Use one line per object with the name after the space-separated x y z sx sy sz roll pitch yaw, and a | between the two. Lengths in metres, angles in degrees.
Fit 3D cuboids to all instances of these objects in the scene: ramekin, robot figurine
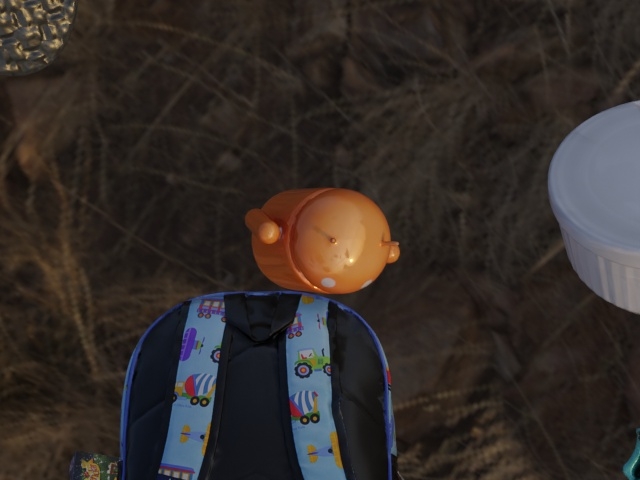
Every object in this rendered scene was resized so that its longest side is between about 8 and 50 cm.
0.392 -0.030 1.584 0.273 0.127 0.273 -6 43 6 | ramekin
-0.002 0.000 1.687 0.128 0.158 0.219 -47 21 -20 | robot figurine

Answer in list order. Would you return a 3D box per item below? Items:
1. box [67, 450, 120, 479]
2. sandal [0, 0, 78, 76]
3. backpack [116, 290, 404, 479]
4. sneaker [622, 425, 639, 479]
-0.313 0.446 2.168 0.044 0.159 0.233 125 151 -52 | box
-0.366 -0.299 1.078 0.167 0.446 0.107 -50 21 3 | sandal
-0.033 0.120 0.775 0.158 0.117 0.173 -2 65 2 | backpack
0.309 0.159 1.214 0.076 0.166 0.065 -16 46 -30 | sneaker
